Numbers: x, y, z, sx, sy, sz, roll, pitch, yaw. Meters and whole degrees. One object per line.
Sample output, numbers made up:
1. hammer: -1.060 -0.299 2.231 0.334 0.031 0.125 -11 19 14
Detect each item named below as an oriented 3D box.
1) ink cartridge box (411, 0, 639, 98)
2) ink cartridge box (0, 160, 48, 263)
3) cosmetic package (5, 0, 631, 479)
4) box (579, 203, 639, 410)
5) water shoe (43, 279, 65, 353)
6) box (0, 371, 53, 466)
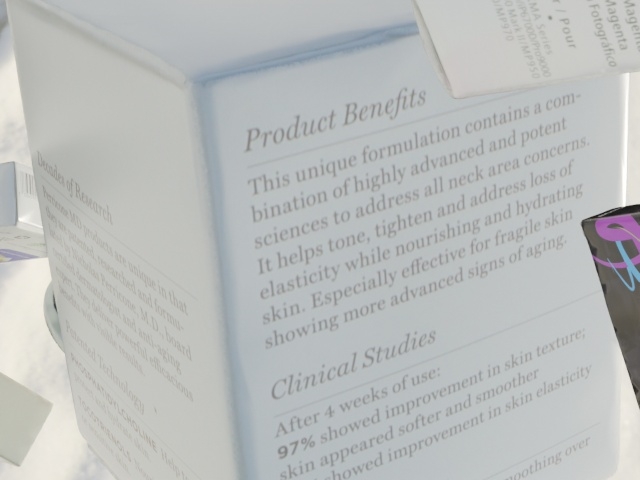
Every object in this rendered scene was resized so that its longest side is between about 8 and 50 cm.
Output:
1. ink cartridge box: 0.166 -0.123 0.374 0.189 0.232 0.066 -44 122 -35
2. ink cartridge box: -0.384 -0.009 1.119 0.165 0.332 0.065 24 59 -71
3. cosmetic package: 0.000 0.000 0.887 0.329 0.327 0.394 -17 116 -27
4. box: 0.184 0.034 0.486 0.029 0.162 0.116 -20 95 -30
5. water shoe: -0.253 0.052 1.319 0.073 0.080 0.203 55 13 -32
6. box: -0.470 0.175 1.458 0.275 0.113 0.094 42 65 -40
